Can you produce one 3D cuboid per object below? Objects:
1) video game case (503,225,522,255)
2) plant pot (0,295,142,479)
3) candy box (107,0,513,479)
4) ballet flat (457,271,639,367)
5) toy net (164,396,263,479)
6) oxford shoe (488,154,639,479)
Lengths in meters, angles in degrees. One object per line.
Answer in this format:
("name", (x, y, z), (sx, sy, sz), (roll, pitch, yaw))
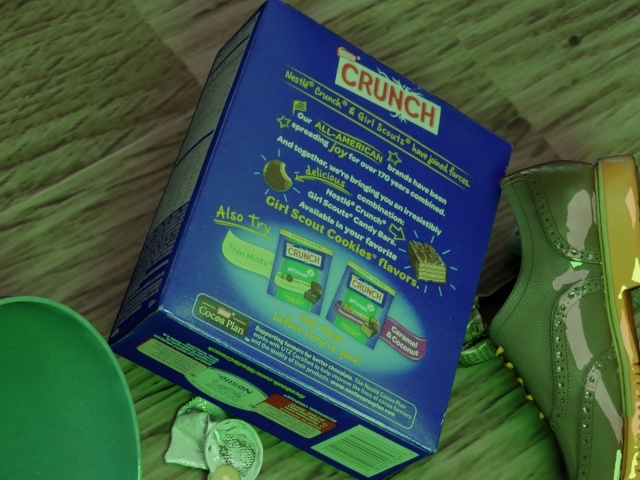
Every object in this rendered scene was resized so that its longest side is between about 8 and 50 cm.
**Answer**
("video game case", (0.230, -0.014, 1.684), (0.087, 0.011, 0.122), (16, 39, 24))
("plant pot", (-0.296, 0.185, 1.382), (0.195, 0.290, 0.290), (0, 53, 31))
("candy box", (0.000, 0.000, 1.558), (0.268, 0.122, 0.317), (30, 59, -19))
("ballet flat", (0.209, 0.045, 1.655), (0.249, 0.058, 0.084), (-20, 67, -20))
("toy net", (-0.053, 0.221, 1.513), (0.122, 0.045, 0.232), (-11, 63, -16))
("oxford shoe", (0.211, 0.112, 1.566), (0.132, 0.130, 0.364), (-2, 79, 10))
